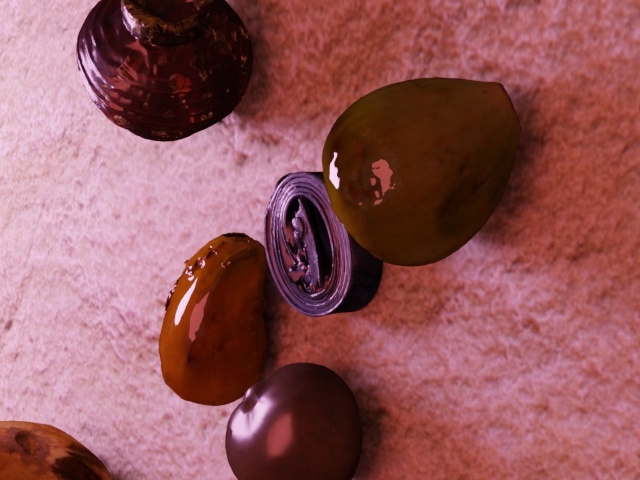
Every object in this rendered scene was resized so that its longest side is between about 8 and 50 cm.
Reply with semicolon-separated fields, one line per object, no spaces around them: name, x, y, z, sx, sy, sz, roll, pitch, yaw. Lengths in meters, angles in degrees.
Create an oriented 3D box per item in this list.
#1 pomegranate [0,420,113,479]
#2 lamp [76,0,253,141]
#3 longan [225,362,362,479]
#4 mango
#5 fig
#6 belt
pomegranate;-0.458;0.415;2.070;0.322;0.322;0.322;4;95;45
lamp;-0.205;-0.249;1.838;0.247;0.247;0.247;4;95;45
longan;-0.030;0.245;1.730;0.189;0.189;0.189;4;95;45
mango;-0.135;0.108;1.861;0.156;0.151;0.249;23;104;9
fig;0.110;-0.083;1.545;0.230;0.207;0.207;-36;68;41
belt;0.000;0.000;1.745;0.141;0.082;0.190;-17;82;39
